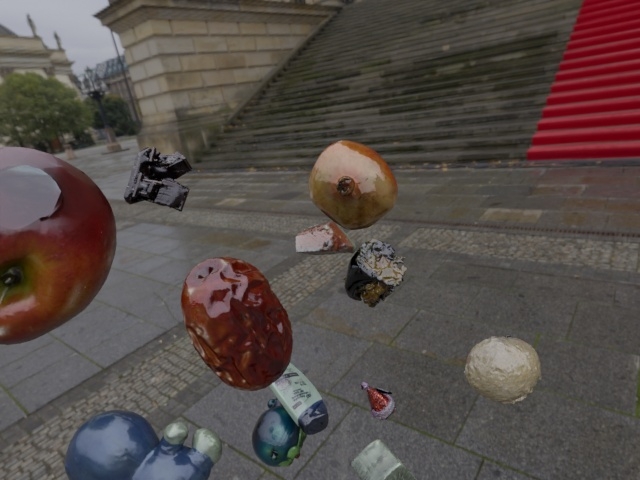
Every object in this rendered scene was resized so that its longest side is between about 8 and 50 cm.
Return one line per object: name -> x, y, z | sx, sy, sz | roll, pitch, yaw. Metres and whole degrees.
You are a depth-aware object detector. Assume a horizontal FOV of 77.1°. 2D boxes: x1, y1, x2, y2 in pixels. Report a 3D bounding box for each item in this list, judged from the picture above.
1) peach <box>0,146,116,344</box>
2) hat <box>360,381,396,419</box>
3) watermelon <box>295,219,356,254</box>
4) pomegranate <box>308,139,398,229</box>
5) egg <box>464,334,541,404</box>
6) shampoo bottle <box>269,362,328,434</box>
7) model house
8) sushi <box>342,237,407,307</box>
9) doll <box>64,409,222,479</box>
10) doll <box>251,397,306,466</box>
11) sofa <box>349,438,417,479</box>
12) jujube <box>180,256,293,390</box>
peach -> -0.601, -0.013, 0.816 | 0.336, 0.310, 0.405 | 8, 49, -26
hat -> 0.253, 0.742, 1.902 | 0.129, 0.227, 0.140 | -46, 20, -25
watermelon -> 0.000, 0.000, 1.416 | 0.193, 0.139, 0.257 | -12, -1, 23
pomegranate -> 0.087, -0.152, 1.117 | 0.229, 0.252, 0.270 | -42, 3, 10
egg -> 0.742, 0.522, 1.643 | 0.311, 0.278, 0.279 | -10, 20, -2
shampoo bottle -> -0.087, 0.550, 1.455 | 0.134, 0.078, 0.360 | -10, 20, -29
model house -> -0.500, -0.196, 1.280 | 0.165, 0.202, 0.141 | 7, -8, 18
sushi -> 0.199, 0.129, 1.499 | 0.200, 0.204, 0.213 | 37, 62, 11
doll -> -0.325, 0.411, 0.728 | 0.259, 0.227, 0.154 | 21, 20, 12
doll -> -0.149, 0.697, 1.487 | 0.186, 0.198, 0.322 | 32, 6, -4
sofa -> 0.281, 1.003, 1.706 | 0.176, 0.225, 0.210 | -41, 24, -14
jujube -> -0.147, 0.149, 0.719 | 0.174, 0.250, 0.174 | -22, 26, 12
